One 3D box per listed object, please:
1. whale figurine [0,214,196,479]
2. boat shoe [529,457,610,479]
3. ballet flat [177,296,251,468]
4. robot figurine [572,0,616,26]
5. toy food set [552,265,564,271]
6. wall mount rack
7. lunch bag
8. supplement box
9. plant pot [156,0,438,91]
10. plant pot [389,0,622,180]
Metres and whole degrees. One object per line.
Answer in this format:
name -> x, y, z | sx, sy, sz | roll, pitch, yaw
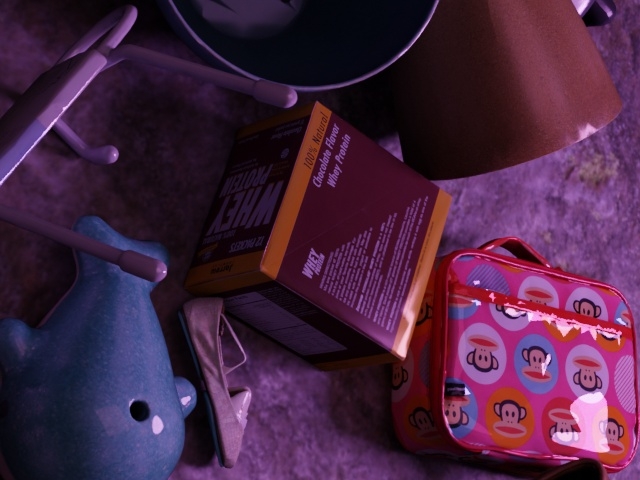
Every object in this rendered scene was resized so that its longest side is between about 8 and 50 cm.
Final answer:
whale figurine -> -0.188, 0.110, 1.437 | 0.216, 0.141, 0.272 | 25, 66, -32
boat shoe -> 0.182, 0.333, 1.662 | 0.324, 0.122, 0.120 | -37, 139, -26
ballet flat -> -0.093, 0.135, 1.557 | 0.052, 0.057, 0.168 | -15, 90, -4
robot figurine -> 0.208, -0.319, 1.829 | 0.278, 0.174, 0.209 | 42, 35, -25
toy food set -> 0.297, 0.079, 1.915 | 0.122, 0.019, 0.078 | 51, 54, -10
wall mount rack -> -0.198, -0.060, 1.357 | 0.130, 0.304, 0.350 | 47, 56, -21
lunch bag -> 0.216, 0.123, 1.776 | 0.293, 0.120, 0.258 | 14, 69, -32
supplement box -> 0.000, 0.000, 1.619 | 0.194, 0.129, 0.191 | 33, 62, -30
plant pot -> -0.047, -0.278, 1.574 | 0.290, 0.195, 0.290 | 1, 87, -19
plant pot -> 0.161, -0.222, 1.670 | 0.237, 0.237, 0.254 | -33, 111, -38
